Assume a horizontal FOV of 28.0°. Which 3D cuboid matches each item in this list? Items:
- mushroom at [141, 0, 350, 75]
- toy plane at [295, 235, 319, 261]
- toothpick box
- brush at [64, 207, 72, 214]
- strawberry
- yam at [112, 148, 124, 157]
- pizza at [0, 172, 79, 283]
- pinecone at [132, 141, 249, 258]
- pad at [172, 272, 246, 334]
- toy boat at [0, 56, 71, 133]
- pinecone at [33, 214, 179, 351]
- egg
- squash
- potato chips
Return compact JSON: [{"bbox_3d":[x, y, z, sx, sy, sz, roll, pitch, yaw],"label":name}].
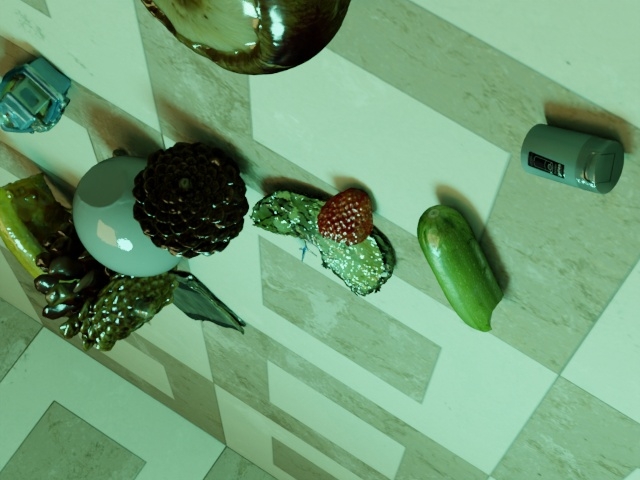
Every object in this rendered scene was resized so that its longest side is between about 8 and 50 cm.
[{"bbox_3d":[-0.097,-0.271,1.149,0.278,0.163,0.297,28,162,-5],"label":"mushroom"},{"bbox_3d":[-0.032,-0.004,1.871,0.078,0.024,0.084,22,151,35],"label":"toy plane"},{"bbox_3d":[0.236,-0.077,1.206,0.083,0.052,0.052,20,156,40],"label":"toothpick box"},{"bbox_3d":[-0.479,-0.052,2.524,0.082,0.010,0.218,40,160,-12],"label":"brush"},{"bbox_3d":[0.037,-0.035,1.640,0.073,0.073,0.083,32,125,9],"label":"strawberry"},{"bbox_3d":[-0.316,-0.114,2.088,0.021,0.021,0.116,28,161,21],"label":"yam"},{"bbox_3d":[-0.514,-0.013,2.433,0.073,0.182,0.365,-5,141,29],"label":"pizza"},{"bbox_3d":[-0.178,-0.050,1.812,0.163,0.163,0.165,31,171,11],"label":"pinecone"},{"bbox_3d":[-0.256,0.116,2.538,0.174,0.022,0.233,45,160,-28],"label":"pad"},{"bbox_3d":[-0.460,-0.207,1.993,0.109,0.098,0.238,43,160,-12],"label":"toy boat"},{"bbox_3d":[-0.397,0.065,2.325,0.264,0.264,0.264,31,161,12],"label":"pinecone"},{"bbox_3d":[-0.286,-0.033,1.995,0.176,0.176,0.232,26,166,24],"label":"egg"},{"bbox_3d":[0.173,0.038,1.563,0.069,0.069,0.239,21,157,35],"label":"squash"},{"bbox_3d":[0.002,-0.003,1.781,0.220,0.029,0.202,23,152,14],"label":"potato chips"}]
